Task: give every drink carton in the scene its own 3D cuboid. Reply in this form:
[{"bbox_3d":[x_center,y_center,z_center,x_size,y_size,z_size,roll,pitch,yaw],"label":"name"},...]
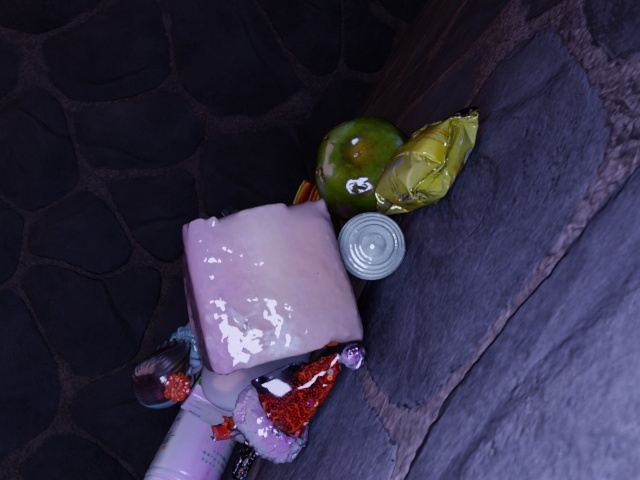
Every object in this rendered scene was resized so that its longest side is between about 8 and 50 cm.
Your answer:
[{"bbox_3d":[-0.168,0.284,1.290,0.108,0.161,0.271,-55,6,37],"label":"drink carton"}]

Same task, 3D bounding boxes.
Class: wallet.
[{"bbox_3d":[0.000,0.000,1.248,0.241,0.067,0.141,65,-140,-51],"label":"wallet"}]

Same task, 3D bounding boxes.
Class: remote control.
[{"bbox_3d":[-0.114,0.206,1.179,0.221,0.103,0.332,-7,34,21],"label":"remote control"}]

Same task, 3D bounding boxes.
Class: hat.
[{"bbox_3d":[-0.030,0.212,0.829,0.227,0.140,0.129,-44,32,19],"label":"hat"}]

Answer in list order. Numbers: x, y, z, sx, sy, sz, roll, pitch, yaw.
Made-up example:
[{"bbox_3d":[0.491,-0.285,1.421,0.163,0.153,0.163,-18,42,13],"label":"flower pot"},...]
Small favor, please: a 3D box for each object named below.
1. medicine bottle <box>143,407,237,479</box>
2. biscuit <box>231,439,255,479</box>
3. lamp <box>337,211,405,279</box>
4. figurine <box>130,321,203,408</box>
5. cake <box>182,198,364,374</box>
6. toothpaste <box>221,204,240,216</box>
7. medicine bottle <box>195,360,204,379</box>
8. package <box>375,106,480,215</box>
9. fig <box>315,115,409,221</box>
[{"bbox_3d":[-0.281,0.481,1.279,0.152,0.152,0.254,-51,10,48],"label":"medicine bottle"},{"bbox_3d":[-0.137,0.404,1.099,0.087,0.027,0.089,-56,7,34],"label":"biscuit"},{"bbox_3d":[0.075,0.015,0.952,0.106,0.106,0.193,-60,0,-8],"label":"lamp"},{"bbox_3d":[-0.290,0.246,1.218,0.138,0.110,0.245,-28,15,26],"label":"figurine"},{"bbox_3d":[-0.090,0.080,0.919,0.309,0.237,0.230,145,110,-74],"label":"cake"},{"bbox_3d":[-0.108,0.000,1.448,0.073,0.299,0.114,-58,6,13],"label":"toothpaste"},{"bbox_3d":[-0.237,0.304,1.677,0.158,0.158,0.318,-57,7,22],"label":"medicine bottle"},{"bbox_3d":[0.160,-0.115,0.917,0.168,0.090,0.226,-57,9,-8],"label":"package"},{"bbox_3d":[0.093,-0.121,1.179,0.206,0.206,0.275,-60,-16,-6],"label":"fig"}]
